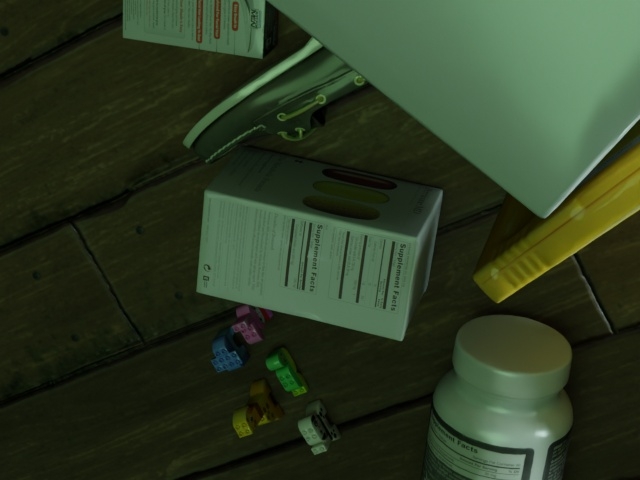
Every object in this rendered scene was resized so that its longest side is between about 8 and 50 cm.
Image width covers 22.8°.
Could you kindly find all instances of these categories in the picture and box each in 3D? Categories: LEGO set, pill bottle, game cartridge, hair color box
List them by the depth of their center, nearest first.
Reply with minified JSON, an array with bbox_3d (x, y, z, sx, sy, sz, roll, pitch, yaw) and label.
[{"bbox_3d":[0.302,-0.097,1.565,0.323,0.285,0.053,-36,101,28],"label":"game cartridge"},{"bbox_3d":[-0.132,-0.262,1.759,0.167,0.053,0.093,11,116,14],"label":"hair color box"},{"bbox_3d":[0.203,0.237,1.831,0.162,0.162,0.278,12,117,12],"label":"pill bottle"},{"bbox_3d":[-0.074,0.181,1.930,0.087,0.093,0.227,-23,106,26],"label":"LEGO set"}]

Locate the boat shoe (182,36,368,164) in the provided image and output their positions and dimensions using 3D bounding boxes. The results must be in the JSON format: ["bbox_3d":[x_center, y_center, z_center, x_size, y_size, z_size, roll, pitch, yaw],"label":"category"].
[{"bbox_3d":[-0.020,-0.163,1.739,0.305,0.109,0.091,-34,96,24],"label":"boat shoe"}]

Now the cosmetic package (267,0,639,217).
[{"bbox_3d":[0.208,-0.299,1.435,0.329,0.394,0.327,39,120,-2],"label":"cosmetic package"}]

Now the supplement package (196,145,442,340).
[{"bbox_3d":[0.000,0.000,1.794,0.244,0.139,0.134,13,119,10],"label":"supplement package"}]
